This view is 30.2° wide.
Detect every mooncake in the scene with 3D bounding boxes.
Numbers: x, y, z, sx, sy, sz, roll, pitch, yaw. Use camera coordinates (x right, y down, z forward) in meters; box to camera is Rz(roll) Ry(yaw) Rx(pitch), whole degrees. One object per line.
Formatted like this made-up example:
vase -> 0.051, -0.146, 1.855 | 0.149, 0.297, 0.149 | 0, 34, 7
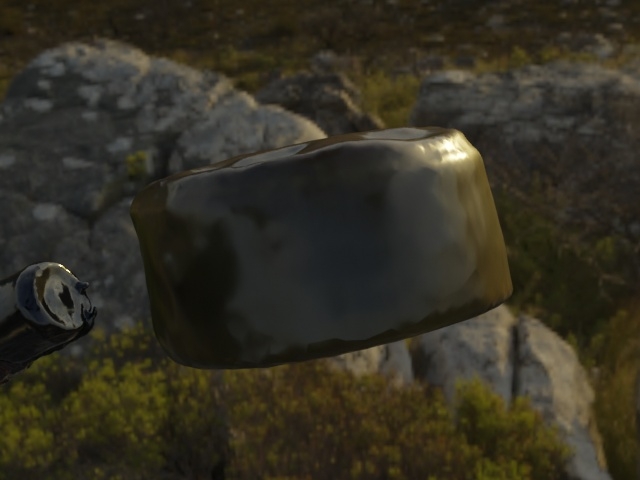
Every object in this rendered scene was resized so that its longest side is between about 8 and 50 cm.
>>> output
mooncake -> 0.000, 0.000, 0.913 | 0.284, 0.156, 0.284 | -9, 3, 0

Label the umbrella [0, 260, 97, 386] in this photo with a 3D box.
umbrella -> -0.275, 0.096, 0.795 | 0.326, 0.094, 0.090 | -24, -15, 31
